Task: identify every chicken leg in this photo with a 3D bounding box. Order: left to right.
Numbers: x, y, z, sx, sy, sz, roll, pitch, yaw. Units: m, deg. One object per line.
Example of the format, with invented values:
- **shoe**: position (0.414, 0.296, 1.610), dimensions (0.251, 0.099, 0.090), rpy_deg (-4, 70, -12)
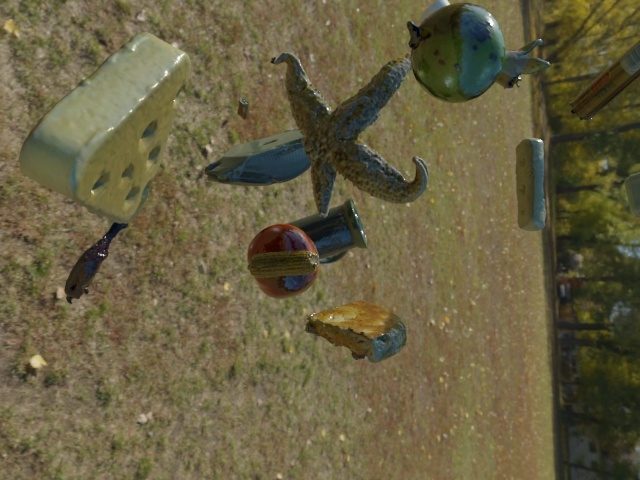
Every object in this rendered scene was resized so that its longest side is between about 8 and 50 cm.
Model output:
- **chicken leg**: position (-0.537, 0.046, 1.204), dimensions (0.253, 0.051, 0.106), rpy_deg (-54, -172, 5)

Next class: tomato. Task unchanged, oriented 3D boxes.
- **tomato**: position (-0.099, 0.079, 1.454), dimensions (0.139, 0.200, 0.233), rpy_deg (-110, 175, -59)

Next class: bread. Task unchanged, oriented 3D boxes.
- **bread**: position (-0.309, -0.531, 2.022), dimensions (0.036, 0.047, 0.083), rpy_deg (-36, 162, -31)

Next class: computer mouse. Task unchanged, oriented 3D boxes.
- **computer mouse**: position (-0.165, -0.257, 1.666), dimensions (0.228, 0.429, 0.145), rpy_deg (-132, -155, -60)

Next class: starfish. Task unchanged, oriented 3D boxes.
- **starfish**: position (0.068, -0.266, 1.091), dimensions (0.082, 0.324, 0.432), rpy_deg (29, 49, -63)

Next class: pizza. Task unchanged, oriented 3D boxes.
- **pizza**: position (0.077, 0.203, 1.134), dimensions (0.335, 0.226, 0.086), rpy_deg (-92, -177, -83)

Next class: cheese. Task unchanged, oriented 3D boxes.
- **cheese**: position (-0.391, -0.170, 0.975), dimensions (0.384, 0.104, 0.384), rpy_deg (-64, -178, 4)
- **cheese**: position (0.434, -0.115, 1.047), dimensions (0.065, 0.043, 0.194), rpy_deg (141, -50, -78)

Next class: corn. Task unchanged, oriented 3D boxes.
- **corn**: position (-0.099, 0.060, 1.304), dimensions (0.068, 0.207, 0.068), rpy_deg (24, 63, -60)

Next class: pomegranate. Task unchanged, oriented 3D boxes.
- **pomegranate**: position (0.242, -0.296, 0.787), dimensions (0.156, 0.220, 0.156), rpy_deg (169, -90, -85)

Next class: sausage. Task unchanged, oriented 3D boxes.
- **sausage**: position (0.753, -0.425, 1.212), dimensions (0.371, 0.082, 0.082), rpy_deg (122, -20, -62)

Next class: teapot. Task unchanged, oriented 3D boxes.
- **teapot**: position (0.000, 0.000, 1.915), dimensions (0.270, 0.337, 0.200), rpy_deg (62, 14, -50)

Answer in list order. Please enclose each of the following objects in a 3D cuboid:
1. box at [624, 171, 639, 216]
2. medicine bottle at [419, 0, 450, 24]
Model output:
- **box**: position (1.044, -0.141, 1.494), dimensions (0.312, 0.182, 0.175), rpy_deg (2, 76, -44)
- **medicine bottle**: position (0.404, -0.593, 1.517), dimensions (0.247, 0.147, 0.147), rpy_deg (61, 24, 10)
